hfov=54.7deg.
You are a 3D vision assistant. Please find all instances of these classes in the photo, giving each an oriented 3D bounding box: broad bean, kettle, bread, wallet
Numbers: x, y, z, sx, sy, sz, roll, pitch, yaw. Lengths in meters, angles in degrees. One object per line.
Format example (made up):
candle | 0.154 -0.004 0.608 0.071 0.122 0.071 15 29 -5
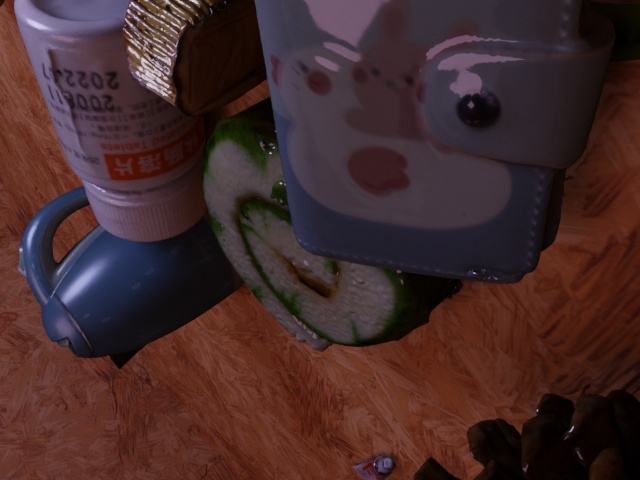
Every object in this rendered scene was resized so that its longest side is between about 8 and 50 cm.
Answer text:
broad bean | 0.174 -0.169 0.448 0.227 0.039 0.069 26 147 38
kettle | -0.361 0.045 1.132 0.319 0.342 0.247 60 151 -10
bread | -0.115 -0.220 0.649 0.114 0.190 0.132 36 141 23
bread | 0.000 0.000 0.783 0.366 0.129 0.381 29 143 35
wallet | 0.075 -0.124 0.460 0.252 0.083 0.360 10 133 19

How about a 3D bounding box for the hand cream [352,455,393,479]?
hand cream | 0.105 0.454 1.224 0.216 0.038 0.052 110 146 -60

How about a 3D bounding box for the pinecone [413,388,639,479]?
pinecone | 0.225 0.309 0.553 0.384 0.384 0.384 35 146 29

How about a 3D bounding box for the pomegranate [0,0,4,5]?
pomegranate | -0.677 -0.522 0.970 0.412 0.412 0.411 35 146 29

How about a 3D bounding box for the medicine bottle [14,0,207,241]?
medicine bottle | -0.274 -0.187 0.891 0.211 0.211 0.371 37 147 27
